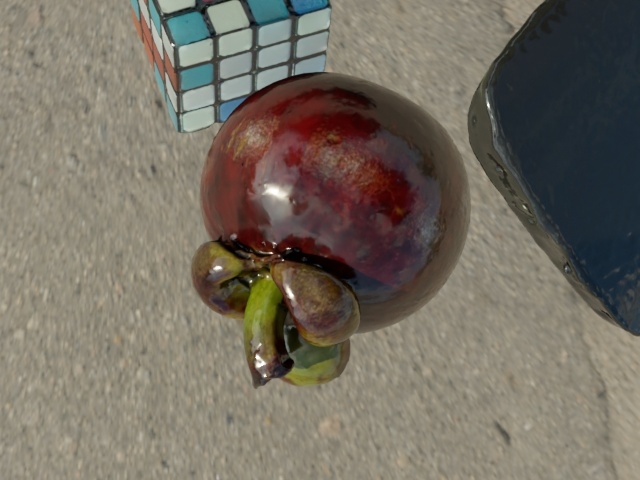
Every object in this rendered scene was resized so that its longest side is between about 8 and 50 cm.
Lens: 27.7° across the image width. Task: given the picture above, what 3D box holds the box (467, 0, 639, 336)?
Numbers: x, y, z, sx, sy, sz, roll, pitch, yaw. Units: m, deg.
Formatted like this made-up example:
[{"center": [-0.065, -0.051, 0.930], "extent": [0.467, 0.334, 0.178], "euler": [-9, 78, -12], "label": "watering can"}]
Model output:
[{"center": [0.189, -0.070, 0.744], "extent": [0.201, 0.042, 0.212], "euler": [-48, 118, -10], "label": "box"}]

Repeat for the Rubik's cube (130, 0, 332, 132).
[{"center": [-0.089, -0.217, 1.231], "extent": [0.154, 0.155, 0.151], "euler": [-18, 66, -12], "label": "Rubik's cube"}]

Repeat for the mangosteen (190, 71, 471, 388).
[{"center": [0.000, 0.000, 1.002], "extent": [0.215, 0.215, 0.257], "euler": [26, 70, -14], "label": "mangosteen"}]
